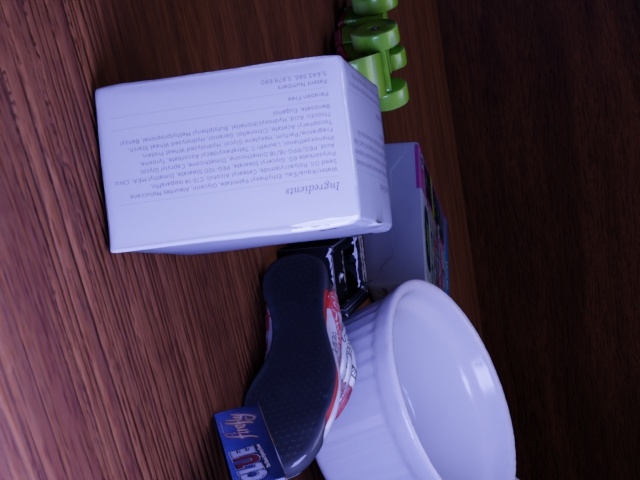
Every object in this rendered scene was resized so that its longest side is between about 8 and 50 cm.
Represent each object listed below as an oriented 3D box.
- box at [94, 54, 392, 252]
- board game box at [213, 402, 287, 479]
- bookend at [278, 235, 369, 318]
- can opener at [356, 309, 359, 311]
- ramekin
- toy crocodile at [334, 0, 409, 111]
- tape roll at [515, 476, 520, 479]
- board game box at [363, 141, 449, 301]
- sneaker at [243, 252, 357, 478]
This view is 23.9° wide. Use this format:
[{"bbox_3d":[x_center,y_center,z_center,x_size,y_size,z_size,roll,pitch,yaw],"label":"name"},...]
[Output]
[{"bbox_3d":[-0.050,-0.056,1.108,0.181,0.181,0.119,7,76,-80],"label":"box"},{"bbox_3d":[-0.035,0.276,1.244,0.165,0.042,0.243,-126,-157,-73],"label":"board game box"},{"bbox_3d":[0.000,0.000,1.653,0.156,0.072,0.157,-28,112,-78],"label":"bookend"},{"bbox_3d":[0.076,0.193,2.033,0.093,0.074,0.280,-50,146,-24],"label":"can opener"},{"bbox_3d":[0.096,0.195,1.697,0.277,0.135,0.277,43,34,-40],"label":"ramekin"},{"bbox_3d":[0.062,-0.266,2.083,0.340,0.105,0.115,-85,166,-62],"label":"toy crocodile"},{"bbox_3d":[0.231,0.431,2.121,0.100,0.286,0.286,-53,-173,23],"label":"tape roll"},{"bbox_3d":[0.133,0.012,2.313,0.303,0.097,0.224,62,25,-67],"label":"board game box"},{"bbox_3d":[-0.012,0.152,1.466,0.270,0.090,0.145,-88,165,-46],"label":"sneaker"}]
